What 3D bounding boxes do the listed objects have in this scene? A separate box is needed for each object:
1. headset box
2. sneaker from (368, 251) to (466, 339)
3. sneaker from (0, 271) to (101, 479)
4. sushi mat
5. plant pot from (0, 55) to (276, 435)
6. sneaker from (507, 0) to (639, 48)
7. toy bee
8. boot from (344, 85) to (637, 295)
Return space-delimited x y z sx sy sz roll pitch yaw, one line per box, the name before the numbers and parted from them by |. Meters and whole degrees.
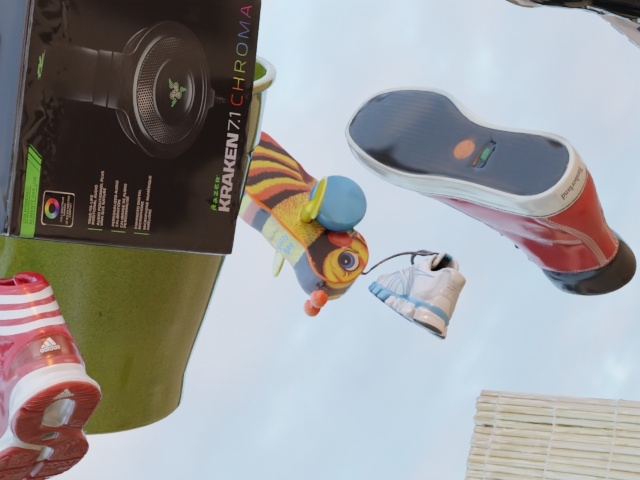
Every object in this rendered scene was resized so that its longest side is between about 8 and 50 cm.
headset box | -0.190 -0.122 1.469 0.283 0.131 0.246 7 -90 -54
sneaker | 0.112 0.049 2.011 0.083 0.071 0.190 -58 17 -2
sneaker | -0.219 0.096 1.382 0.087 0.128 0.221 -6 -24 -29
sushi mat | 0.208 0.190 1.376 0.019 0.316 0.151 15 -100 -34
plant pot | -0.239 -0.010 1.859 0.366 0.366 0.353 -18 -62 -55
sneaker | 0.246 -0.216 1.477 0.283 0.124 0.107 15 -92 -32
toy bee | 0.000 0.000 2.273 0.162 0.298 0.195 -55 -22 -34
boot | 0.139 -0.032 1.548 0.088 0.244 0.176 -54 -43 -13
